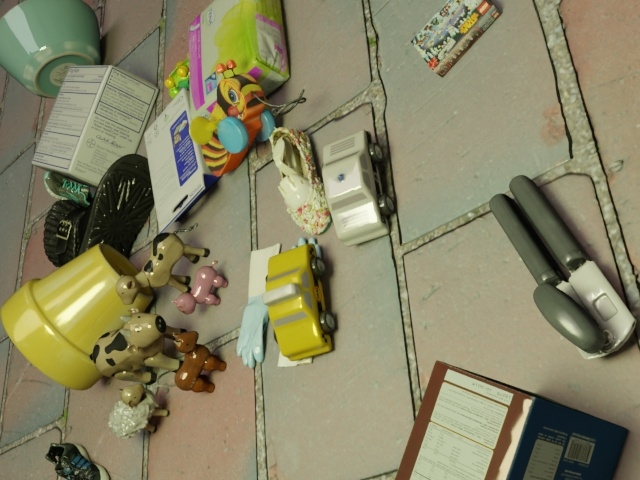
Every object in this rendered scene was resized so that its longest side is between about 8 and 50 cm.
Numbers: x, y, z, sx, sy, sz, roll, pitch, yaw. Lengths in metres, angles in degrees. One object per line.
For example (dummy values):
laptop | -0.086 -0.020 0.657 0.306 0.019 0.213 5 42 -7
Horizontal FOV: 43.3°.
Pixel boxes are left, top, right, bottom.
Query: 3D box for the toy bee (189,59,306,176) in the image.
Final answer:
toy bee | -0.152 -0.257 1.549 0.298 0.195 0.162 -34 87 29

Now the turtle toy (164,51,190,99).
turtle toy | -0.314 -0.376 1.871 0.130 0.066 0.095 -31 28 39

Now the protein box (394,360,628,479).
protein box | 0.202 0.264 0.882 0.136 0.200 0.201 15 84 50

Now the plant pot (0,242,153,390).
plant pot | -0.492 0.143 1.699 0.239 0.254 0.254 -43 42 2

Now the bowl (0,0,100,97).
bowl | -0.751 -0.523 2.285 0.311 0.311 0.163 -43 64 26

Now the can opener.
can opener | 0.282 0.022 0.994 0.076 0.095 0.283 -45 44 23

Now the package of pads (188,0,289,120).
package of pads | -0.178 -0.408 1.709 0.229 0.101 0.296 -33 50 34

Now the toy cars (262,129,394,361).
toy cars | 0.000 0.000 1.292 0.176 0.087 0.393 27 91 34

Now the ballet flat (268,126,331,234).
ballet flat | -0.047 -0.111 1.438 0.091 0.077 0.241 -40 47 25

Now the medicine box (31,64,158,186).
medicine box | -0.577 -0.290 2.057 0.263 0.149 0.289 15 83 50

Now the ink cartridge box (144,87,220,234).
ink cartridge box | -0.301 -0.167 1.759 0.165 0.065 0.332 -41 44 27

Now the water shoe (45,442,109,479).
water shoe | -0.505 0.479 1.656 0.203 0.080 0.073 18 86 50

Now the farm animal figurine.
farm animal figurine | -0.331 0.166 1.543 0.327 0.172 0.330 -42 45 26

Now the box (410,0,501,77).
box | 0.216 -0.342 1.297 0.137 0.027 0.094 -47 44 22

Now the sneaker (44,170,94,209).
sneaker | -0.614 -0.125 2.018 0.076 0.166 0.065 -17 50 27

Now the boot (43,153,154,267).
boot | -0.535 -0.066 1.915 0.260 0.131 0.348 28 94 50

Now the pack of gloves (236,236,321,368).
pack of gloves | -0.085 0.104 1.401 0.195 0.046 0.232 -14 61 43
